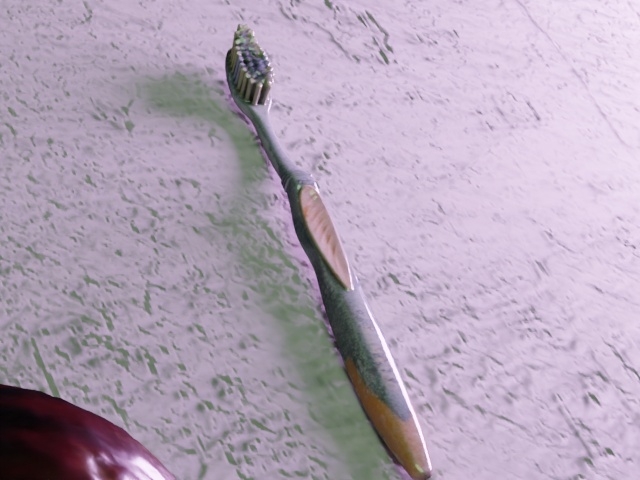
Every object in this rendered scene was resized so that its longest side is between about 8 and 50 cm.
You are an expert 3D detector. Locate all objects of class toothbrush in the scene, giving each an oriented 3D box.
[{"bbox_3d":[0.000,0.000,1.191,0.028,0.037,0.375,-4,48,-22],"label":"toothbrush"}]

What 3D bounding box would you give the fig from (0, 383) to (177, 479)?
[{"bbox_3d":[-0.128,0.180,0.794,0.263,0.224,0.224,35,42,8],"label":"fig"}]
